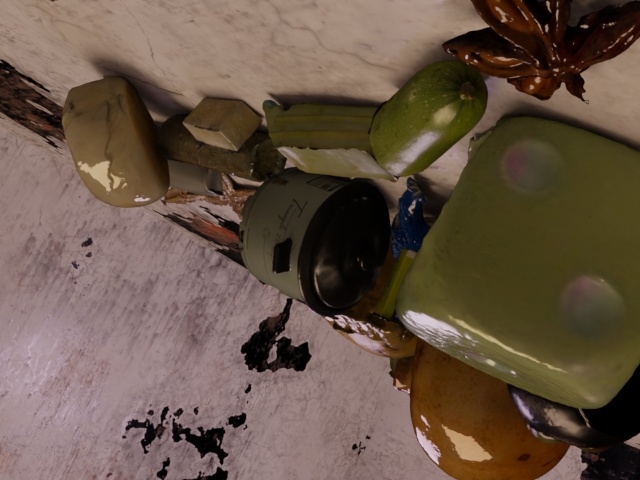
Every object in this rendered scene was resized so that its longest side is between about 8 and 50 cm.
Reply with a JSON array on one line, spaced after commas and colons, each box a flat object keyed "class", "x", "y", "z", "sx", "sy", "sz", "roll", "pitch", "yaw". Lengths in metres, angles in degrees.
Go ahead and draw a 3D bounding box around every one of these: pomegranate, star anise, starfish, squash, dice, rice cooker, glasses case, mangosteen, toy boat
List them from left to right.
[{"class": "glasses case", "x": -0.294, "y": -0.172, "z": 1.534, "sx": 0.308, "sy": 0.128, "sz": 0.083, "roll": 16, "pitch": -169, "yaw": 41}, {"class": "starfish", "x": -0.229, "y": -0.081, "z": 1.771, "sx": 0.398, "sy": 0.132, "sz": 0.384, "roll": 41, "pitch": 162, "yaw": 9}, {"class": "rice cooker", "x": 0.000, "y": 0.000, "z": 1.309, "sx": 0.227, "sy": 0.241, "sz": 0.280, "roll": 21, "pitch": -158, "yaw": 38}, {"class": "toy boat", "x": 0.021, "y": -0.137, "z": 1.018, "sx": 0.276, "sy": 0.084, "sz": 0.111, "roll": 15, "pitch": 167, "yaw": 41}, {"class": "squash", "x": 0.121, "y": -0.136, "z": 0.782, "sx": 0.095, "sy": 0.095, "sz": 0.188, "roll": 28, "pitch": 165, "yaw": -9}, {"class": "pomegranate", "x": 0.347, "y": 0.301, "z": 1.562, "sx": 0.416, "sy": 0.417, "sz": 0.417, "roll": 25, "pitch": 169, "yaw": 5}, {"class": "star anise", "x": 0.167, "y": -0.167, "z": 0.603, "sx": 0.157, "sy": 0.053, "sz": 0.212, "roll": 25, "pitch": 171, "yaw": 4}, {"class": "dice", "x": 0.241, "y": 0.028, "z": 0.831, "sx": 0.254, "sy": 0.250, "sz": 0.252, "roll": 25, "pitch": 169, "yaw": 9}, {"class": "mangosteen", "x": 0.459, "y": 0.240, "z": 1.259, "sx": 0.287, "sy": 0.288, "sz": 0.233, "roll": 29, "pitch": 171, "yaw": -17}]

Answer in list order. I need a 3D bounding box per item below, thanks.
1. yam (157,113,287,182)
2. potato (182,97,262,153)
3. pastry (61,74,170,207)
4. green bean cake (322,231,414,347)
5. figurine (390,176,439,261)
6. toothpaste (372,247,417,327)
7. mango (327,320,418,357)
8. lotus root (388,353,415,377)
[{"class": "yam", "x": -0.176, "y": -0.165, "z": 1.324, "sx": 0.259, "sy": 0.093, "sz": 0.093, "roll": 18, "pitch": 167, "yaw": 36}, {"class": "potato", "x": -0.165, "y": -0.190, "z": 1.216, "sx": 0.122, "sy": 0.086, "sz": 0.061, "roll": 18, "pitch": 153, "yaw": 44}, {"class": "pastry", "x": -0.375, "y": -0.181, "z": 1.370, "sx": 0.133, "sy": 0.265, "sz": 0.265, "roll": -16, "pitch": 162, "yaw": 5}, {"class": "green bean cake", "x": 0.108, "y": 0.084, "z": 1.502, "sx": 0.229, "sy": 0.224, "sz": 0.131, "roll": 18, "pitch": 164, "yaw": 29}, {"class": "figurine", "x": 0.185, "y": 0.003, "z": 1.197, "sx": 0.164, "sy": 0.121, "sz": 0.262, "roll": 26, "pitch": 169, "yaw": 7}, {"class": "toothpaste", "x": 0.248, "y": 0.120, "z": 1.111, "sx": 0.327, "sy": 0.110, "sz": 0.077, "roll": 22, "pitch": 179, "yaw": -1}, {"class": "mango", "x": 0.114, "y": 0.152, "z": 1.839, "sx": 0.301, "sy": 0.221, "sz": 0.445, "roll": 28, "pitch": 173, "yaw": -25}, {"class": "lotus root", "x": 0.317, "y": 0.297, "z": 1.923, "sx": 0.149, "sy": 0.260, "sz": 0.267, "roll": 30, "pitch": 169, "yaw": -24}]
